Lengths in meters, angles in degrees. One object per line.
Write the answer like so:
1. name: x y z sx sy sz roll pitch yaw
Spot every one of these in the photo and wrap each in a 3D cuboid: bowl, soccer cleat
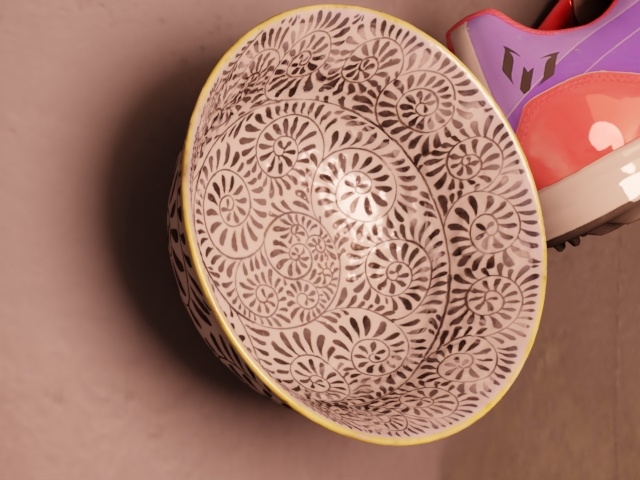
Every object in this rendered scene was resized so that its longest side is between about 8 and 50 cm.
1. bowl: 0.000 0.000 0.613 0.170 0.080 0.170 11 71 -34
2. soccer cleat: 0.190 -0.111 0.771 0.318 0.109 0.116 -33 93 -35
